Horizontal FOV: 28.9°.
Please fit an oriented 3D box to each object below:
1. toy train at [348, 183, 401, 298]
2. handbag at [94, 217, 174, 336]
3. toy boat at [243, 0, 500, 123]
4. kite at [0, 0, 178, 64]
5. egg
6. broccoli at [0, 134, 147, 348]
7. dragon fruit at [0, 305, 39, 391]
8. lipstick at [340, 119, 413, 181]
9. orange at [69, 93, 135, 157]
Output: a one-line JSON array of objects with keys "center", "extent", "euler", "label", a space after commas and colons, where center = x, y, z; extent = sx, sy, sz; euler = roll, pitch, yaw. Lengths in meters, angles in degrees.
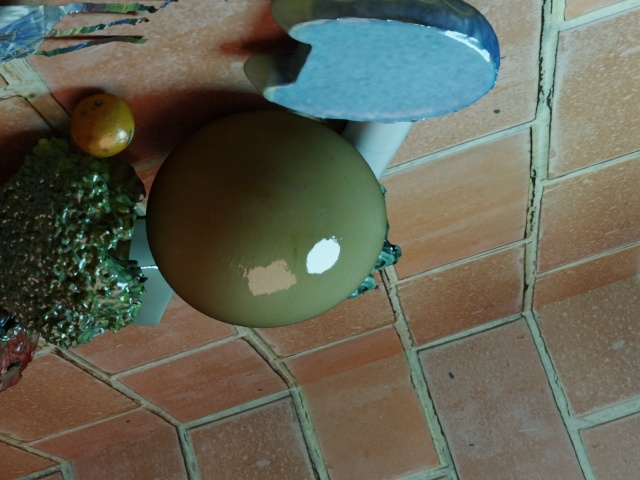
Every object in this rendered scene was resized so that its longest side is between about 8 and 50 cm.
[{"center": [0.000, 0.000, 2.112], "extent": [0.238, 0.167, 0.299], "euler": [-1, 156, -16], "label": "toy train"}, {"center": [-0.343, 0.095, 2.028], "extent": [0.241, 0.109, 0.315], "euler": [0, 140, -34], "label": "handbag"}, {"center": [0.072, -0.253, 1.571], "extent": [0.330, 0.123, 0.215], "euler": [1, 148, -18], "label": "toy boat"}, {"center": [-0.308, -0.223, 1.359], "extent": [0.310, 0.015, 0.169], "euler": [-13, 168, -43], "label": "kite"}, {"center": [-0.068, -0.031, 1.727], "extent": [0.301, 0.301, 0.374], "euler": [-33, 167, 37], "label": "egg"}, {"center": [-0.341, -0.003, 1.666], "extent": [0.235, 0.260, 0.288], "euler": [16, 142, -35], "label": "broccoli"}, {"center": [-0.530, 0.124, 1.829], "extent": [0.244, 0.244, 0.299], "euler": [-6, 175, -30], "label": "dragon fruit"}, {"center": [0.074, -0.150, 1.847], "extent": [0.087, 0.087, 0.327], "euler": [-11, 161, -18], "label": "lipstick"}, {"center": [-0.275, -0.145, 1.563], "extent": [0.083, 0.084, 0.083], "euler": [-16, 161, -6], "label": "orange"}]
